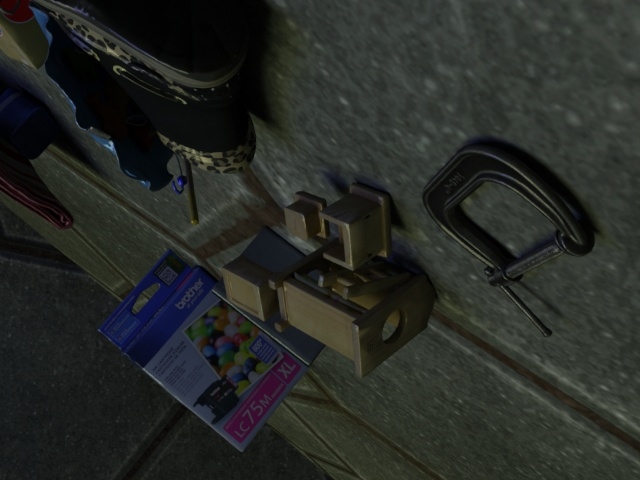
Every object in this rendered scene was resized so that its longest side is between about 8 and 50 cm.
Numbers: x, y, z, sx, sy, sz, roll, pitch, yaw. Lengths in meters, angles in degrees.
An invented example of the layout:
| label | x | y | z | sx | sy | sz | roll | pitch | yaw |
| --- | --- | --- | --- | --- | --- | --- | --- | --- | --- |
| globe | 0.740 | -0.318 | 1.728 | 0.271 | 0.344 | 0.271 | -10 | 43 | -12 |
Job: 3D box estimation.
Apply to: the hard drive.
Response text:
| label | x | y | z | sx | sy | sz | roll | pitch | yaw |
| --- | --- | --- | --- | --- | --- | --- | --- | --- | --- |
| hard drive | -0.038 | 0.061 | 0.861 | 0.135 | 0.094 | 0.022 | 37 | 163 | 7 |

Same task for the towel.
| label | x | y | z | sx | sy | sz | roll | pitch | yaw |
| --- | --- | --- | --- | --- | --- | --- | --- | --- | --- |
| towel | -0.506 | -0.170 | 1.161 | 0.329 | 0.037 | 0.237 | 47 | 178 | 28 |

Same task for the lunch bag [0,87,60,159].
| label | x | y | z | sx | sy | sz | roll | pitch | yaw |
| --- | --- | --- | --- | --- | --- | --- | --- | --- | --- |
| lunch bag | -0.424 | -0.166 | 1.114 | 0.065 | 0.067 | 0.098 | 37 | 166 | 13 |

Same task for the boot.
| label | x | y | z | sx | sy | sz | roll | pitch | yaw |
| --- | --- | --- | --- | --- | --- | --- | --- | --- | --- |
| boot | -0.144 | -0.150 | 0.581 | 0.236 | 0.085 | 0.179 | 36 | 165 | 13 |

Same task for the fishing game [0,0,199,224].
| label | x | y | z | sx | sy | sz | roll | pitch | yaw |
| --- | --- | --- | --- | --- | --- | --- | --- | --- | --- |
| fishing game | -0.173 | -0.130 | 0.660 | 0.264 | 0.041 | 0.189 | 54 | -167 | -39 |

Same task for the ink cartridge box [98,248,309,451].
| label | x | y | z | sx | sy | sz | roll | pitch | yaw |
| --- | --- | --- | --- | --- | --- | --- | --- | --- | --- |
| ink cartridge box | -0.189 | 0.180 | 1.299 | 0.311 | 0.186 | 0.065 | 43 | 164 | -12 |

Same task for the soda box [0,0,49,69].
| label | x | y | z | sx | sy | sz | roll | pitch | yaw |
| --- | --- | --- | --- | --- | --- | --- | --- | --- | --- |
| soda box | -0.303 | -0.244 | 0.703 | 0.061 | 0.058 | 0.181 | 26 | 159 | 34 |

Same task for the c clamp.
| label | x | y | z | sx | sy | sz | roll | pitch | yaw |
| --- | --- | --- | --- | --- | --- | --- | --- | --- | --- |
| c clamp | 0.128 | -0.002 | 0.513 | 0.137 | 0.022 | 0.161 | 42 | 164 | 8 |

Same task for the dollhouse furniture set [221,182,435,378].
| label | x | y | z | sx | sy | sz | roll | pitch | yaw |
| --- | --- | --- | --- | --- | --- | --- | --- | --- | --- |
| dollhouse furniture set | 0.000 | 0.000 | 0.706 | 0.181 | 0.101 | 0.161 | 25 | 133 | 39 |
